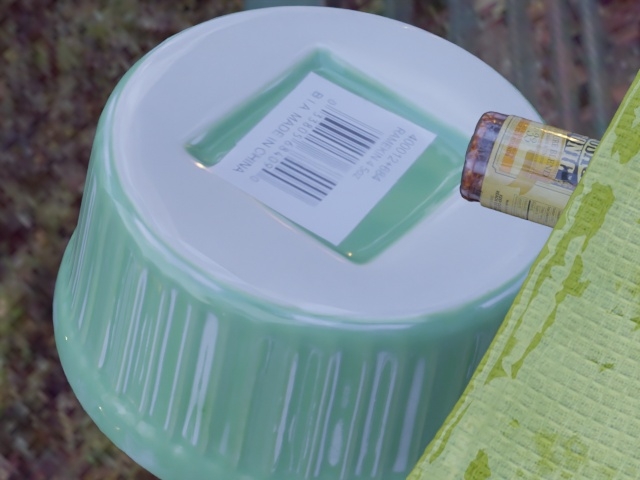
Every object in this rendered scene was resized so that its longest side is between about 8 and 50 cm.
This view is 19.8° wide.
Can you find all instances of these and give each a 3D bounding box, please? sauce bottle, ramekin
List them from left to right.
[{"bbox_3d":[0.000,0.000,1.067,0.303,0.148,0.303,6,45,-6],"label":"ramekin"},{"bbox_3d":[0.122,-0.018,0.750,0.128,0.042,0.042,16,61,11],"label":"sauce bottle"}]

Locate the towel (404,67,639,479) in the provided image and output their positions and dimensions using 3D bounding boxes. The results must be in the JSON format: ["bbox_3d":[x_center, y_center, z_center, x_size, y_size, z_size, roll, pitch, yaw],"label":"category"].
[{"bbox_3d":[0.108,-0.035,0.341,0.102,0.021,0.237,18,70,40],"label":"towel"}]
